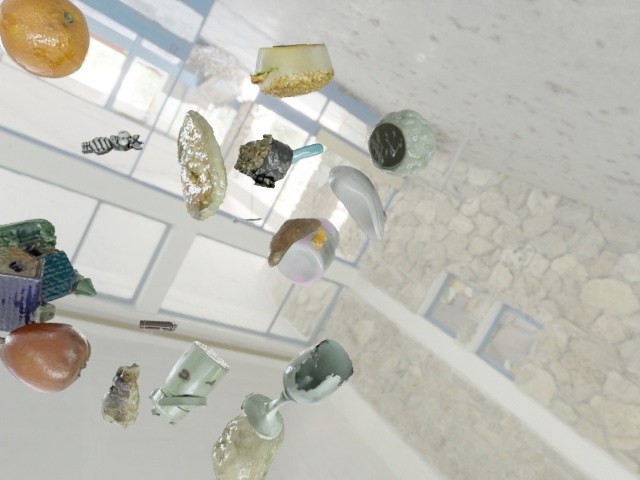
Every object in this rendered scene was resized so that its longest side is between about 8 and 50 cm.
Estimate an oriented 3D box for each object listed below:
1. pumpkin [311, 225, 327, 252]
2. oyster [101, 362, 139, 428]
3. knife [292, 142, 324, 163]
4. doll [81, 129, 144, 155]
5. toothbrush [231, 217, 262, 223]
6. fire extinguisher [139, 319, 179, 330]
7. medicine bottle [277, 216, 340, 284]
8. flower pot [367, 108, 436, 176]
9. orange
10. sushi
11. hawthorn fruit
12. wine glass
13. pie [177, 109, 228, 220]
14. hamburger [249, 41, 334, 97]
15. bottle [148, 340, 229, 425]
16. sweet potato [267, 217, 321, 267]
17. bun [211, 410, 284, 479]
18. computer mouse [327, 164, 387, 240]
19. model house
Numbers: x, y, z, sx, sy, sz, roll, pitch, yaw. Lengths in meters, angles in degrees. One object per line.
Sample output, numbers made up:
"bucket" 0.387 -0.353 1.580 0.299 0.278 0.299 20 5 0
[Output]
"pumpkin" 0.001 0.000 2.044 0.035 0.073 0.101 21 160 26
"oyster" -0.737 0.571 1.944 0.162 0.232 0.107 21 178 3
"knife" -0.093 -0.318 2.009 0.031 0.222 0.064 -113 2 -62
"doll" -0.762 -0.355 1.930 0.219 0.067 0.091 -10 -131 -13
"toothbrush" -0.339 -0.096 2.456 0.024 0.018 0.257 64 -158 6
"fire extinguisher" -0.670 0.355 2.190 0.158 0.064 0.043 5 -146 -7
"medicine bottle" -0.049 0.040 2.413 0.241 0.241 0.302 29 -148 7
"flower pot" 0.293 -0.346 1.885 0.246 0.246 0.195 32 -148 31
"orange" -0.988 -0.739 1.888 0.312 0.312 0.312 28 -173 -4
"sushi" -0.175 -0.227 1.550 0.115 0.147 0.212 16 177 -31
"hawthorn fruit" -0.744 0.298 1.389 0.251 0.199 0.199 21 -171 -13
"wine glass" -0.061 0.382 1.357 0.143 0.321 0.143 34 -152 -21
"pie" -0.372 -0.227 1.619 0.077 0.339 0.339 -5 -155 -31
"hamburger" -0.096 -0.591 1.846 0.294 0.179 0.276 -2 -163 7
"bottle" -0.573 0.635 2.269 0.229 0.351 0.229 38 169 9
"sweet potato" -0.117 -0.026 2.112 0.341 0.092 0.114 -43 -77 -42
"bun" -0.279 0.778 1.964 0.235 0.326 0.362 29 -170 10
"computer mouse" 0.143 -0.141 1.795 0.297 0.121 0.184 51 -168 -11
"model house" -0.844 0.113 1.543 0.280 0.245 0.312 29 -157 18
